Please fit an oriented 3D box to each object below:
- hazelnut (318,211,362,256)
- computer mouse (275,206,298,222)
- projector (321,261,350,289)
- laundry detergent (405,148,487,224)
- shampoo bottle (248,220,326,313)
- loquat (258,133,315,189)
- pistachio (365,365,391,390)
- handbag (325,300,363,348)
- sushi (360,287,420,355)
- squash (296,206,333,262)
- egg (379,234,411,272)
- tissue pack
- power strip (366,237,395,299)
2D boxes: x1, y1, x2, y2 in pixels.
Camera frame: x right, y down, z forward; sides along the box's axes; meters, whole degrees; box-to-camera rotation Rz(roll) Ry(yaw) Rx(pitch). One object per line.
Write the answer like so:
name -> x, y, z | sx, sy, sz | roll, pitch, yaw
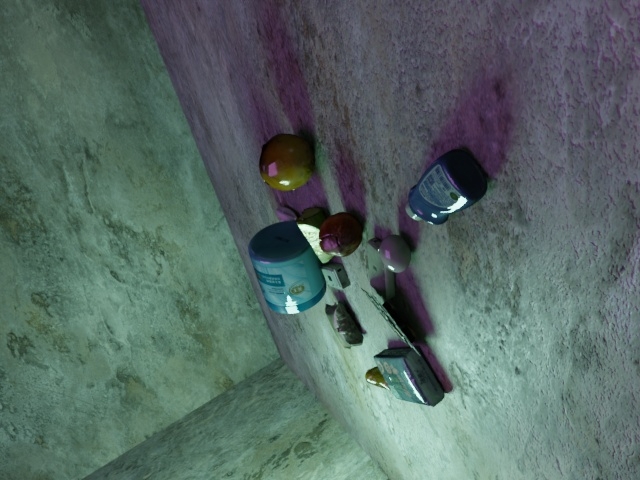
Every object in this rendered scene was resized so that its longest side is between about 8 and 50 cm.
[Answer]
hazelnut -> 0.084, -0.014, 1.719 | 0.182, 0.182, 0.182 | 48, 154, 32
computer mouse -> -0.159, -0.118, 2.285 | 0.199, 0.045, 0.102 | 24, 145, 48
projector -> 0.068, 0.168, 2.104 | 0.147, 0.061, 0.115 | 7, 124, 65
laundry detergent -> 0.316, -0.122, 1.182 | 0.143, 0.094, 0.290 | 54, 161, 5
shampoo bottle -> -0.158, 0.125, 2.185 | 0.331, 0.331, 0.342 | 38, 149, 46
loquat -> -0.133, -0.312, 1.761 | 0.235, 0.235, 0.235 | 48, 154, 32
pistachio -> 0.307, 0.647, 2.081 | 0.190, 0.100, 0.110 | 10, 165, 23
handbag -> 0.120, 0.429, 2.229 | 0.270, 0.117, 0.182 | 63, 150, 2
sushi -> 0.287, 0.298, 1.742 | 0.290, 0.050, 0.264 | 52, 175, -5
squash -> 0.000, 0.000, 1.966 | 0.203, 0.111, 0.288 | -64, -39, -66
egg -> 0.252, 0.044, 1.487 | 0.103, 0.103, 0.134 | 19, 134, 60
tissue pack -> 0.362, 0.572, 1.866 | 0.227, 0.103, 0.316 | 59, 159, 4
power strip -> 0.231, 0.109, 1.689 | 0.118, 0.046, 0.270 | 44, 154, 45
